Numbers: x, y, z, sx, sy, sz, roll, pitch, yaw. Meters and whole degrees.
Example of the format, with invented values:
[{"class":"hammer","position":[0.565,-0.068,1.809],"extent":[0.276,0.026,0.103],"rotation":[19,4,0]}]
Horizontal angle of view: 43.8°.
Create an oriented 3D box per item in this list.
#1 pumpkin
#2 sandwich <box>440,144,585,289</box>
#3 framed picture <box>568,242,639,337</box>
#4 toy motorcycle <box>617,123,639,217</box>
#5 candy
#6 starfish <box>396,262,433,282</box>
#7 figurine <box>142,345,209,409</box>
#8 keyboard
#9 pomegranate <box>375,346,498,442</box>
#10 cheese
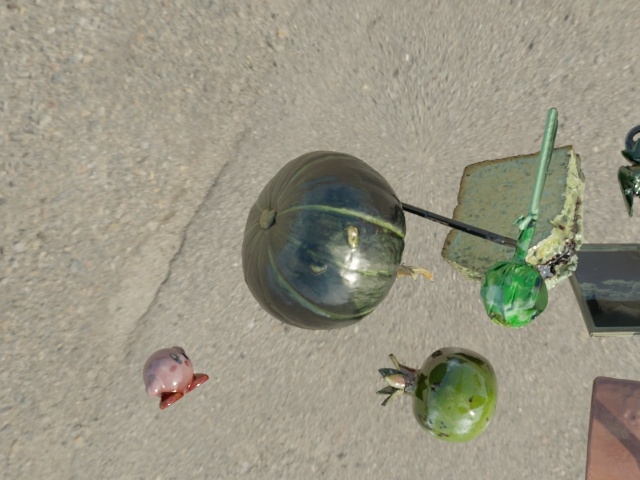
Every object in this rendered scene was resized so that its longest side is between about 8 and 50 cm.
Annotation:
[{"class":"pumpkin","position":[0.000,0.000,1.402],"extent":[0.241,0.323,0.323],"rotation":[13,98,-28]},{"class":"sandwich","position":[0.399,-0.027,1.625],"extent":[0.262,0.325,0.131],"rotation":[-9,138,36]},{"class":"framed picture","position":[0.609,0.099,1.640],"extent":[0.189,0.260,0.023],"rotation":[0,133,-2]},{"class":"toy motorcycle","position":[0.696,-0.103,1.541],"extent":[0.275,0.125,0.187],"rotation":[30,91,23]},{"class":"candy","position":[0.301,-0.033,1.150],"extent":[0.097,0.097,0.323],"rotation":[12,91,6]},{"class":"starfish","position":[0.185,0.075,1.873],"extent":[0.138,0.247,0.050],"rotation":[1,90,19]},{"class":"figurine","position":[-0.203,0.179,1.059],"extent":[0.067,0.083,0.071],"rotation":[-36,87,37]},{"class":"keyboard","position":[0.239,-0.033,1.465],"extent":[0.262,0.106,0.016],"rotation":[22,96,38]},{"class":"pomegranate","position":[0.218,0.277,1.480],"extent":[0.224,0.181,0.181],"rotation":[17,97,-1]},{"class":"cheese","position":[0.477,0.288,1.212],"extent":[0.128,0.203,0.177],"rotation":[5,117,23]}]
